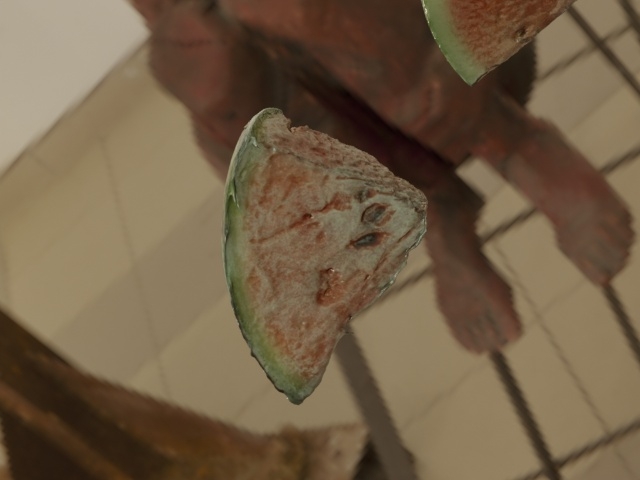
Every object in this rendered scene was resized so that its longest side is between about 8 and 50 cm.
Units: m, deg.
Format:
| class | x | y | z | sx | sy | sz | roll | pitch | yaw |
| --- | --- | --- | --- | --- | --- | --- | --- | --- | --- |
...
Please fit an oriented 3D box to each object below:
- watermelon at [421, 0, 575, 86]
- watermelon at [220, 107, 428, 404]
| class | x | y | z | sx | sy | sz | roll | pitch | yaw |
| --- | --- | --- | --- | --- | --- | --- | --- | --- | --- |
| watermelon | 0.179 | -0.284 | 1.702 | 0.176 | 0.260 | 0.256 | -12 | 43 | 55 |
| watermelon | 0.000 | 0.000 | 1.147 | 0.139 | 0.187 | 0.071 | -14 | 24 | -13 |
